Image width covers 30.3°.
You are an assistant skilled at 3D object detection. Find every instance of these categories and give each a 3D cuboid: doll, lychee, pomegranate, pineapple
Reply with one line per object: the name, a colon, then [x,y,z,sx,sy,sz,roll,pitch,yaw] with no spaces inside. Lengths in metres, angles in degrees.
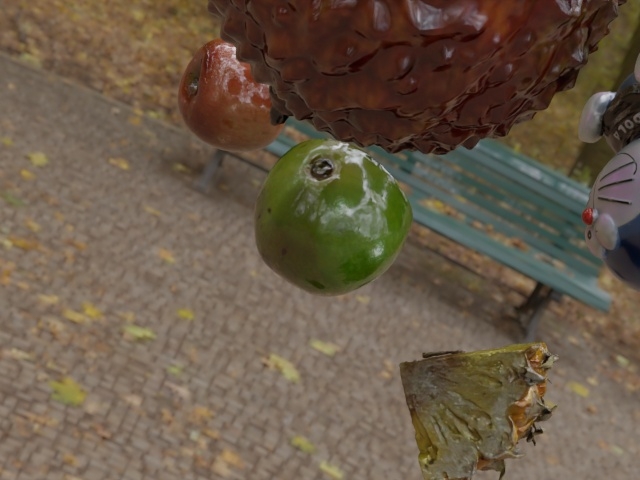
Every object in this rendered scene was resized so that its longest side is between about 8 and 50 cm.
doll: [0.451,-0.066,1.498,0.240,0.284,0.310,10,62,-3]
lychee: [0.078,-0.278,1.143,0.425,0.500,0.424,29,33,-21]
pomegranate: [-0.008,-0.010,1.486,0.190,0.159,0.241,43,-25,-16]
pineapple: [0.186,0.204,1.478,0.186,0.236,0.114,42,7,18]

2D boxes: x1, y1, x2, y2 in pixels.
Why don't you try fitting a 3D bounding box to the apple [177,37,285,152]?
apple: [-0.139,-0.234,1.914,0.168,0.181,0.181,11,21,-23]
